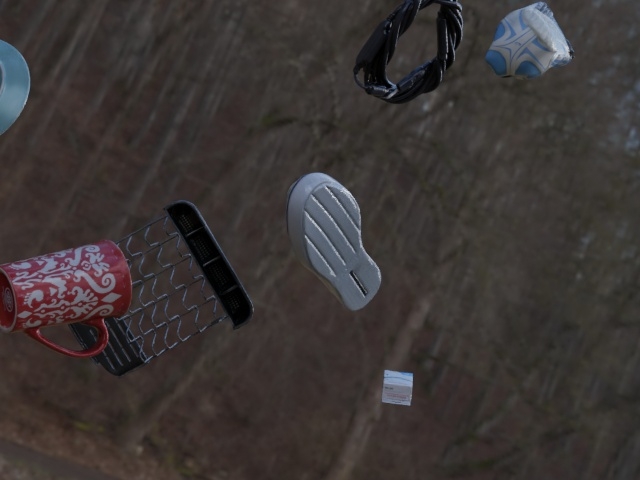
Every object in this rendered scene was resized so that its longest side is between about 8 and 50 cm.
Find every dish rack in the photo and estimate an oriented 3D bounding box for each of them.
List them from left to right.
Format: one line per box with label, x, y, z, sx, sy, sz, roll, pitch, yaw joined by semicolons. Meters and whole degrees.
dish rack;-0.255;0.080;1.889;0.208;0.271;0.074;60;8;-8

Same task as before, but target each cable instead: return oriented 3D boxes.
cable;0.133;-0.263;1.713;0.150;0.184;0.047;20;21;-45

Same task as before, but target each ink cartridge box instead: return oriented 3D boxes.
ink cartridge box;0.124;0.238;2.059;0.048;0.028;0.083;6;13;2

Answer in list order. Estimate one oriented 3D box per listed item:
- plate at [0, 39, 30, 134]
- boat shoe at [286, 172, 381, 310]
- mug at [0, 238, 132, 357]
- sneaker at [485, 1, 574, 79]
plate;-0.501;-0.212;1.790;0.188;0.188;0.024;17;-21;19
boat shoe;0.000;0.000;1.763;0.094;0.109;0.302;34;-18;31
mug;-0.353;0.082;1.739;0.169;0.150;0.113;-10;-21;-38
sneaker;0.245;-0.231;1.508;0.085;0.086;0.237;60;19;3
